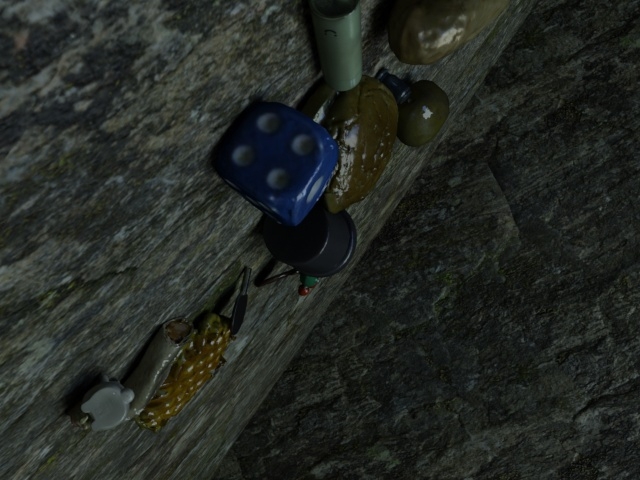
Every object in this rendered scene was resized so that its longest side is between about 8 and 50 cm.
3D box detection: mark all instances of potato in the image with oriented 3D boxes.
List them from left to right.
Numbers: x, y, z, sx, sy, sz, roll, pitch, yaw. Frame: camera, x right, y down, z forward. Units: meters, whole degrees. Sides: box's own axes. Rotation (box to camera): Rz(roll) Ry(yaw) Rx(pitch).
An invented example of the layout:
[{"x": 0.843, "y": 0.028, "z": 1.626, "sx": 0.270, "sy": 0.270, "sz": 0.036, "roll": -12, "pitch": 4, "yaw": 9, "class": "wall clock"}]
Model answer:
[{"x": 0.279, "y": -0.360, "z": 1.457, "sx": 0.251, "sy": 0.159, "sz": 0.174, "roll": 13, "pitch": 87, "yaw": -68, "class": "potato"}]

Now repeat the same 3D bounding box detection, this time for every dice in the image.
[{"x": -0.061, "y": -0.117, "z": 0.796, "sx": 0.146, "sy": 0.146, "sz": 0.143, "roll": -54, "pitch": 170, "yaw": -8, "class": "dice"}]

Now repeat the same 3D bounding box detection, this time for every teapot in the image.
[{"x": 0.162, "y": -0.349, "z": 1.194, "sx": 0.049, "sy": 0.083, "sz": 0.063, "roll": -37, "pitch": 166, "yaw": -53, "class": "teapot"}]

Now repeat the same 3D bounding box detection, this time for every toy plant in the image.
[{"x": -0.001, "y": -0.014, "z": 1.250, "sx": 0.400, "sy": 0.186, "sz": 0.279, "roll": 21, "pitch": 62, "yaw": -74, "class": "toy plant"}]

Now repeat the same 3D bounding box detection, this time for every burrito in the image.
[{"x": -0.320, "y": 0.248, "z": 0.974, "sx": 0.226, "sy": 0.060, "sz": 0.087, "roll": -56, "pitch": 177, "yaw": -5, "class": "burrito"}]

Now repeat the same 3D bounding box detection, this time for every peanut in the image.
[{"x": 0.261, "y": -0.477, "z": 1.042, "sx": 0.387, "sy": 0.169, "sz": 0.192, "roll": -43, "pitch": 168, "yaw": -33, "class": "peanut"}]

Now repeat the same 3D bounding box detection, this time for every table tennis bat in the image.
[{"x": -0.182, "y": 0.140, "z": 1.191, "sx": 0.095, "sy": 0.014, "sz": 0.158, "roll": 27, "pitch": 74, "yaw": -81, "class": "table tennis bat"}, {"x": -0.113, "y": 0.045, "z": 1.376, "sx": 0.170, "sy": 0.119, "sz": 0.107, "roll": -19, "pitch": 175, "yaw": -33, "class": "table tennis bat"}]

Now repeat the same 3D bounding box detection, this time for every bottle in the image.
[{"x": 0.028, "y": -0.310, "z": 0.799, "sx": 0.072, "sy": 0.072, "sz": 0.201, "roll": -54, "pitch": 168, "yaw": -7, "class": "bottle"}]

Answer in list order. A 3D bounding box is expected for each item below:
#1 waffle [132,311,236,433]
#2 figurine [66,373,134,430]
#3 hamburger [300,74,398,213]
[{"x": -0.300, "y": 0.294, "z": 1.166, "sx": 0.302, "sy": 0.068, "sz": 0.325, "roll": -48, "pitch": 167, "yaw": -32, "class": "waffle"}, {"x": -0.367, "y": 0.263, "z": 0.853, "sx": 0.098, "sy": 0.081, "sz": 0.146, "roll": -4, "pitch": 174, "yaw": -27, "class": "figurine"}, {"x": 0.057, "y": -0.188, "z": 1.022, "sx": 0.285, "sy": 0.134, "sz": 0.265, "roll": -40, "pitch": 152, "yaw": -55, "class": "hamburger"}]
